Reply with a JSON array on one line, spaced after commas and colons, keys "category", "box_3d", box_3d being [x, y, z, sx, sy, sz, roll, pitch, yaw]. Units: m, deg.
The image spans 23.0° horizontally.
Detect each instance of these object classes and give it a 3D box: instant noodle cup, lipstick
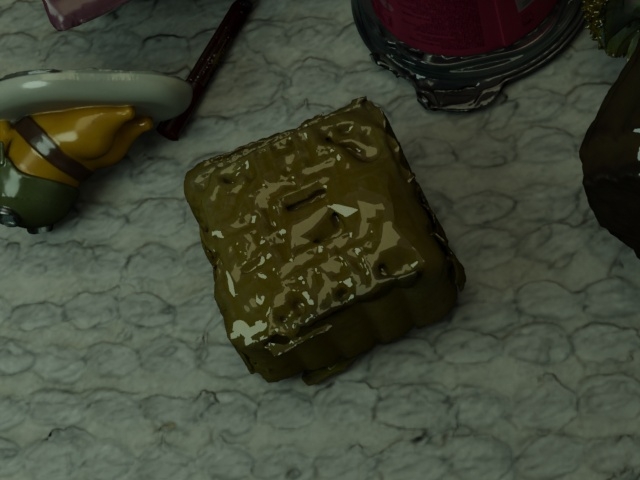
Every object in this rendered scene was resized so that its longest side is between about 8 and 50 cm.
[{"category": "instant noodle cup", "box_3d": [0.140, -0.301, 1.567, 0.258, 0.181, 0.303, -8, 64, 11]}, {"category": "lipstick", "box_3d": [-0.122, -0.185, 1.674, 0.027, 0.027, 0.176, 20, 71, 23]}]

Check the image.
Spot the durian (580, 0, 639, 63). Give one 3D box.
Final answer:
[{"category": "durian", "box_3d": [0.358, -0.271, 1.497, 0.237, 0.193, 0.138, -4, 42, -6]}]

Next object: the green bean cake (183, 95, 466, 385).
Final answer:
[{"category": "green bean cake", "box_3d": [0.000, 0.000, 1.492, 0.229, 0.131, 0.224, -23, 63, 5]}]

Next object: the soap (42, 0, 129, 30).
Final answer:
[{"category": "soap", "box_3d": [-0.145, -0.372, 1.654, 0.359, 0.128, 0.233, -26, 24, 3]}]

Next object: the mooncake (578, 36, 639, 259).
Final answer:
[{"category": "mooncake", "box_3d": [0.375, -0.050, 1.312, 0.324, 0.324, 0.187, 28, 81, 25]}]

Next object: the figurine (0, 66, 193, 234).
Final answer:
[{"category": "figurine", "box_3d": [-0.251, -0.086, 1.596, 0.249, 0.166, 0.141, -6, 76, 21]}]
